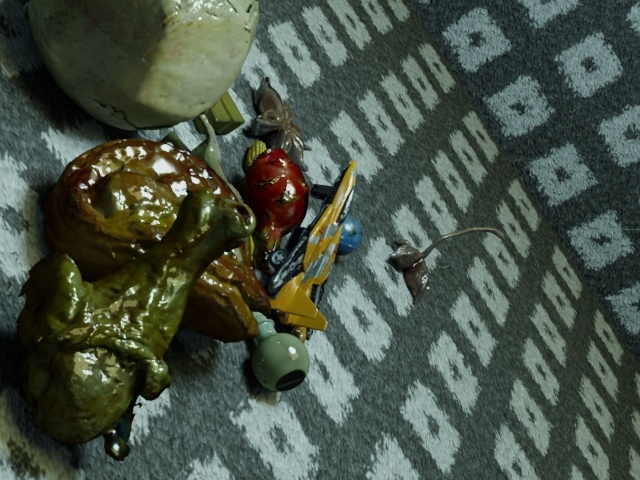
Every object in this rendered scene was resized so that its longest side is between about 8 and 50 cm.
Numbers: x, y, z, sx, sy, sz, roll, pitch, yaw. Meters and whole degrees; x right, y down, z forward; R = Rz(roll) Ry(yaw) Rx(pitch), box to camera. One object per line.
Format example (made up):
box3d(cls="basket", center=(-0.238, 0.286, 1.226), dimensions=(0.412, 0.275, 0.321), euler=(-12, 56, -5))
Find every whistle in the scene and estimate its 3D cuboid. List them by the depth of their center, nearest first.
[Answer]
box3d(cls="whistle", center=(0.043, -0.017, 2.318), dimensions=(0.090, 0.090, 0.158), euler=(59, 22, -2))

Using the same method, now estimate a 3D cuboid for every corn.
box3d(cls="corn", center=(-0.118, -0.151, 2.213), dimensions=(0.037, 0.037, 0.092), euler=(49, 26, -23))

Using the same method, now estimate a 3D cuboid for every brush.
box3d(cls="brush", center=(-0.226, -0.301, 2.162), dimensions=(0.233, 0.047, 0.103), euler=(62, 23, 9))

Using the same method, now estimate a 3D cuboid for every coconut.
box3d(cls="coconut", center=(-0.259, -0.340, 1.816), dimensions=(0.352, 0.352, 0.353), euler=(45, 27, -31))

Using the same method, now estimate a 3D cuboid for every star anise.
box3d(cls="star anise", center=(-0.079, -0.207, 2.334), dimensions=(0.172, 0.063, 0.208), euler=(52, 21, -26))
box3d(cls="star anise", center=(0.278, 0.027, 2.589), dimensions=(0.148, 0.227, 0.218), euler=(64, 12, 26))

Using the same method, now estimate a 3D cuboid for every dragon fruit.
box3d(cls="dragon fruit", center=(-0.084, -0.045, 2.072), dimensions=(0.125, 0.125, 0.246), euler=(26, 47, -25))

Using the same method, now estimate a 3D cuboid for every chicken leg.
box3d(cls="chicken leg", center=(-0.244, 0.073, 1.450), dimensions=(0.211, 0.140, 0.361), euler=(36, 65, -21))

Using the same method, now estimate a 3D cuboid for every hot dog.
box3d(cls="hot dog", center=(-0.200, 0.008, 1.687), dimensions=(0.387, 0.174, 0.267), euler=(31, 34, -47))

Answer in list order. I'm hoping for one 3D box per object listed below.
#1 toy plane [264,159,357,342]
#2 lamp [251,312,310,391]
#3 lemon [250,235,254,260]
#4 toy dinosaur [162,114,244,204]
box3d(cls="toy plane", center=(-0.012, -0.001, 2.018), dimensions=(0.204, 0.103, 0.316), euler=(55, 44, -56))
box3d(cls="lamp", center=(-0.080, 0.159, 1.882), dimensions=(0.091, 0.091, 0.163), euler=(30, 21, -49))
box3d(cls="lemon", center=(-0.150, 0.004, 1.912), dimensions=(0.111, 0.082, 0.082), euler=(45, 27, -29))
box3d(cls="toy dinosaur", center=(-0.167, -0.114, 1.948), dimensions=(0.200, 0.072, 0.251), euler=(56, -14, -5))
